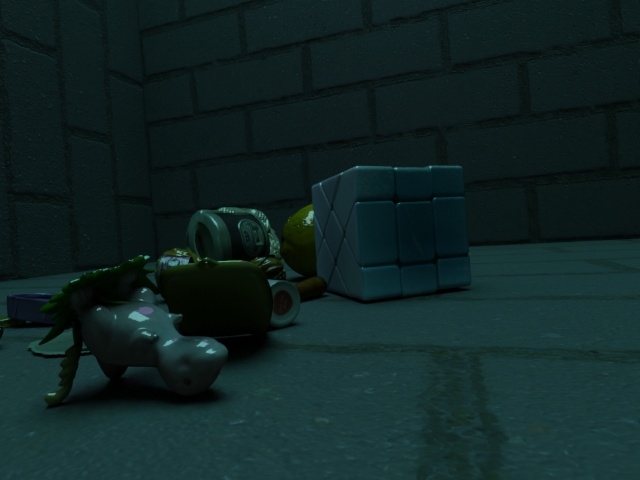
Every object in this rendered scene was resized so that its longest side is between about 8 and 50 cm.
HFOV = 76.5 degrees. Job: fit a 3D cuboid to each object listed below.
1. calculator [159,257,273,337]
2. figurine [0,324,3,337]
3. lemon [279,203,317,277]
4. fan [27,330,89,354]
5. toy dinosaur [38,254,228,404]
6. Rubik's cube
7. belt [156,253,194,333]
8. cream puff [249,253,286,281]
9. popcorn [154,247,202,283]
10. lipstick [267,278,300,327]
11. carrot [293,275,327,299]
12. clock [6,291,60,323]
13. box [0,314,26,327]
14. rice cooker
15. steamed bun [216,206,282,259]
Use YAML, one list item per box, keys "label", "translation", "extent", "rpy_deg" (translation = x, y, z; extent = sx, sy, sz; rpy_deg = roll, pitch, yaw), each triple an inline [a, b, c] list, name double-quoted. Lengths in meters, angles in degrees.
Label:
- label: "calculator"
  translation: [-0.152, 0.097, 0.617]
  extent: [0.157, 0.033, 0.236]
  rpy_deg: [-4, -37, -4]
- label: "figurine"
  translation: [-0.667, 0.152, 0.668]
  extent: [0.229, 0.111, 0.137]
  rpy_deg: [12, -2, -41]
- label: "lemon"
  translation: [0.000, 0.000, 1.498]
  extent: [0.298, 0.296, 0.297]
  rpy_deg: [-4, 1, 0]
- label: "fan"
  translation: [-0.332, 0.172, 0.708]
  extent: [0.415, 0.012, 0.233]
  rpy_deg: [-3, 2, 35]
- label: "toy dinosaur"
  translation: [-0.208, 0.115, 0.487]
  extent: [0.194, 0.177, 0.152]
  rpy_deg: [-34, -2, 16]
- label: "Rubik's cube"
  translation: [0.177, -0.024, 1.111]
  extent: [0.316, 0.321, 0.319]
  rpy_deg: [-3, 0, -20]
- label: "belt"
  translation: [-0.232, 0.101, 0.689]
  extent: [0.053, 0.071, 0.232]
  rpy_deg: [4, -33, -5]
- label: "cream puff"
  translation: [-0.147, 0.103, 1.125]
  extent: [0.104, 0.119, 0.133]
  rpy_deg: [39, -6, 44]
- label: "popcorn"
  translation: [-0.390, 0.100, 1.185]
  extent: [0.180, 0.170, 0.180]
  rpy_deg: [-2, 40, 1]
- label: "lipstick"
  translation: [-0.175, 0.121, 0.862]
  extent: [0.087, 0.087, 0.327]
  rpy_deg: [-5, 2, -40]
- label: "carrot"
  translation: [-0.045, 0.127, 1.034]
  extent: [0.055, 0.055, 0.162]
  rpy_deg: [-3, 4, 40]
- label: "clock"
  translation: [-0.640, 0.157, 0.955]
  extent: [0.153, 0.050, 0.110]
  rpy_deg: [6, -1, 7]
- label: "box"
  translation: [-0.767, 0.192, 0.924]
  extent: [0.149, 0.020, 0.073]
  rpy_deg: [-5, 3, -45]
- label: "rice cooker"
  translation: [-0.365, 0.022, 1.557]
  extent: [0.289, 0.288, 0.277]
  rpy_deg: [-3, 0, 44]
- label: "steamed bun"
  translation: [-0.388, 0.025, 1.996]
  extent: [0.237, 0.394, 0.346]
  rpy_deg: [-38, 15, 47]
